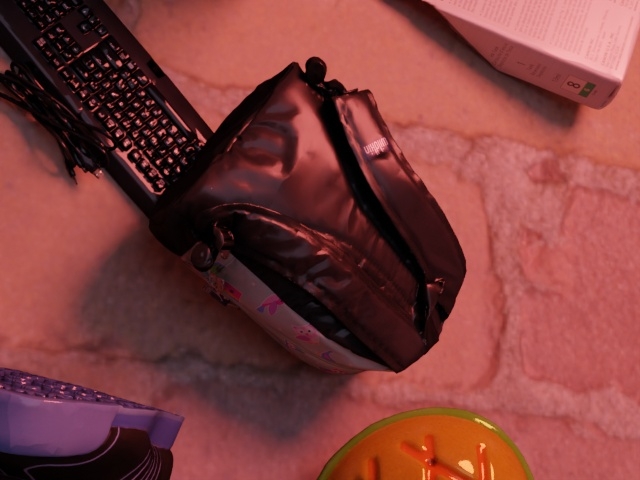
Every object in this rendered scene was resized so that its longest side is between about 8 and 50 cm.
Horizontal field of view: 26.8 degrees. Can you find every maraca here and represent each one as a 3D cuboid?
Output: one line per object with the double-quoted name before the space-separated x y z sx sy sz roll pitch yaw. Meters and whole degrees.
"maraca" 0.044 0.178 0.814 0.186 0.099 0.127 -29 84 -4

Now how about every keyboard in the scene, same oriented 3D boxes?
"keyboard" -0.130 -0.086 0.832 0.192 0.038 0.100 49 61 -5

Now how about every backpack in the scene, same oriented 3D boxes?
"backpack" 0.000 0.000 0.825 0.182 0.115 0.152 44 72 -16

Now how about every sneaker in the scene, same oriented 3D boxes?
"sneaker" -0.125 0.120 0.680 0.081 0.232 0.090 14 81 13

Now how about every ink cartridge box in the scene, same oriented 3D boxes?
"ink cartridge box" 0.139 -0.219 1.006 0.225 0.056 0.181 21 66 1
